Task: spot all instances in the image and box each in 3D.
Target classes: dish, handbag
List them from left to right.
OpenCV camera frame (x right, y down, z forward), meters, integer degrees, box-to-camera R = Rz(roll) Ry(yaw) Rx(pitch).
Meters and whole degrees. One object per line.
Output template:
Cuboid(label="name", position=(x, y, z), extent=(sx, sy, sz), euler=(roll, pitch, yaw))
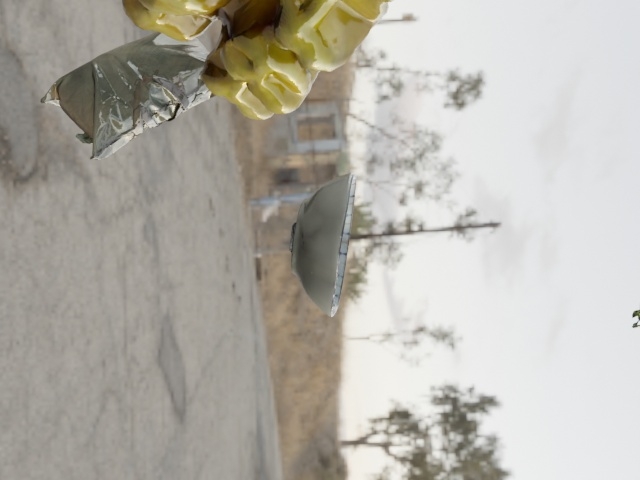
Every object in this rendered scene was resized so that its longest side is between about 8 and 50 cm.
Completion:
Cuboid(label="handbag", position=(-0.267, -0.228, 1.457), extent=(0.182, 0.270, 0.117), euler=(46, -22, 30))
Cuboid(label="dish", position=(0.000, 0.000, 1.198), extent=(0.191, 0.066, 0.190), euler=(9, 90, -86))

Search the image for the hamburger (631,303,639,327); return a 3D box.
Cuboid(label="hamburger", position=(0.617, 0.071, 1.481), extent=(0.150, 0.260, 0.276), euler=(45, 14, 20))

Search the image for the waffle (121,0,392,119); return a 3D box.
Cuboid(label="waffle", position=(0.017, -0.242, 0.590), extent=(0.261, 0.151, 0.324), euler=(-26, -146, 55))
